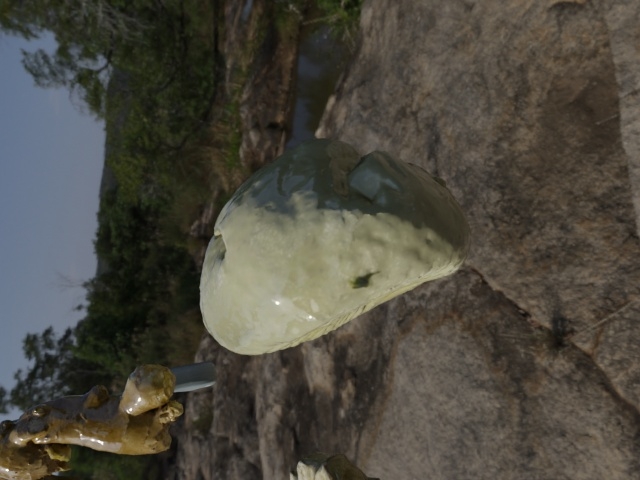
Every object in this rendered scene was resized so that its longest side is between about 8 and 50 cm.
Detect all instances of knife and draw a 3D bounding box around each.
[{"bbox_3d":[-0.309,0.238,0.823,0.080,0.331,0.044,-24,75,43],"label":"knife"}]

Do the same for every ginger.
[{"bbox_3d":[-0.229,0.187,0.492,0.052,0.176,0.193,-116,42,-60],"label":"ginger"}]

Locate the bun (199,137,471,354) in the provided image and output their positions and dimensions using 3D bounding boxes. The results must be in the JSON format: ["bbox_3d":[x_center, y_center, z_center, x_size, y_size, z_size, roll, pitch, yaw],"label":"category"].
[{"bbox_3d":[0.000,0.000,0.481,0.160,0.259,0.259,63,151,10],"label":"bun"}]

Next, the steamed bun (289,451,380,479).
[{"bbox_3d":[0.052,0.511,0.953,0.292,0.137,0.295,15,103,62],"label":"steamed bun"}]
